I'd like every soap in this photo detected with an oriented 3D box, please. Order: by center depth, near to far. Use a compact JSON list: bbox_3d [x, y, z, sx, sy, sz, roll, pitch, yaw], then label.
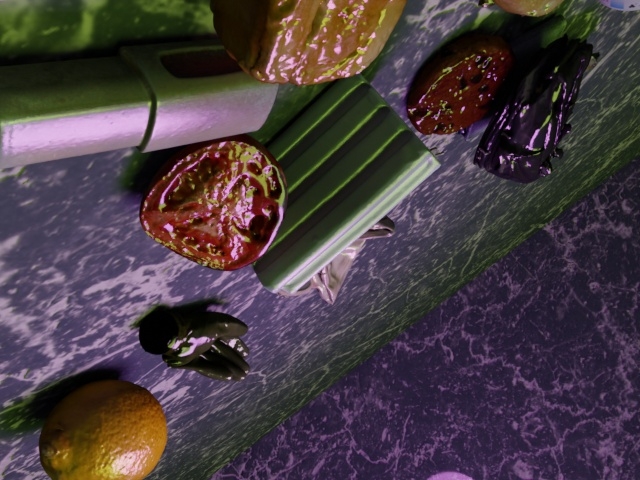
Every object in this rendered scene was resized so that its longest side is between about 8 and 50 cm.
[{"bbox_3d":[0.002,-0.072,0.817,0.265,0.160,0.087,-42,161,11],"label":"soap"}]

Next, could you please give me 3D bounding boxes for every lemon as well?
[{"bbox_3d":[-0.366,0.331,1.062,0.188,0.188,0.256,-44,162,18],"label":"lemon"}]

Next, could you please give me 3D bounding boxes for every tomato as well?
[{"bbox_3d":[-0.115,-0.057,0.736,0.166,0.082,0.174,29,119,-31],"label":"tomato"}]

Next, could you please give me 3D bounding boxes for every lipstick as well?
[{"bbox_3d":[-0.161,-0.122,0.546,0.252,0.079,0.077,-19,155,-38],"label":"lipstick"}]

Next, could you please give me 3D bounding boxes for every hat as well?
[{"bbox_3d":[0.000,0.000,1.112,0.226,0.164,0.219,23,127,-23],"label":"hat"}]

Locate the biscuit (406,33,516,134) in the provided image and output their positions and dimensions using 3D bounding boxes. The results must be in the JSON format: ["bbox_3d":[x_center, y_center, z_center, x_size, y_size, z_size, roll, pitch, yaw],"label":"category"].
[{"bbox_3d":[0.215,-0.236,0.963,0.192,0.049,0.192,-26,155,-13],"label":"biscuit"}]

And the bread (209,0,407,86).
[{"bbox_3d":[0.020,-0.259,0.467,0.166,0.132,0.294,-22,157,-35],"label":"bread"}]

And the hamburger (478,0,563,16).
[{"bbox_3d":[0.213,-0.334,0.649,0.159,0.131,0.185,11,127,-49],"label":"hamburger"}]

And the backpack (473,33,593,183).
[{"bbox_3d":[0.351,-0.213,1.007,0.206,0.133,0.258,-57,163,-26],"label":"backpack"}]

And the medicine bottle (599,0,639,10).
[{"bbox_3d":[0.426,-0.403,0.841,0.135,0.135,0.168,-42,159,14],"label":"medicine bottle"}]

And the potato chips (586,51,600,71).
[{"bbox_3d":[0.457,-0.298,1.191,0.167,0.059,0.228,-49,167,27],"label":"potato chips"}]

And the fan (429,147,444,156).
[{"bbox_3d":[0.214,-0.161,1.212,0.083,0.004,0.056,-22,155,-36],"label":"fan"}]

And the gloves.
[{"bbox_3d":[-0.210,0.179,1.106,0.135,0.107,0.268,-47,143,3],"label":"gloves"}]

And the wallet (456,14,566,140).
[{"bbox_3d":[0.329,-0.278,1.099,0.167,0.036,0.222,-30,158,-19],"label":"wallet"}]
